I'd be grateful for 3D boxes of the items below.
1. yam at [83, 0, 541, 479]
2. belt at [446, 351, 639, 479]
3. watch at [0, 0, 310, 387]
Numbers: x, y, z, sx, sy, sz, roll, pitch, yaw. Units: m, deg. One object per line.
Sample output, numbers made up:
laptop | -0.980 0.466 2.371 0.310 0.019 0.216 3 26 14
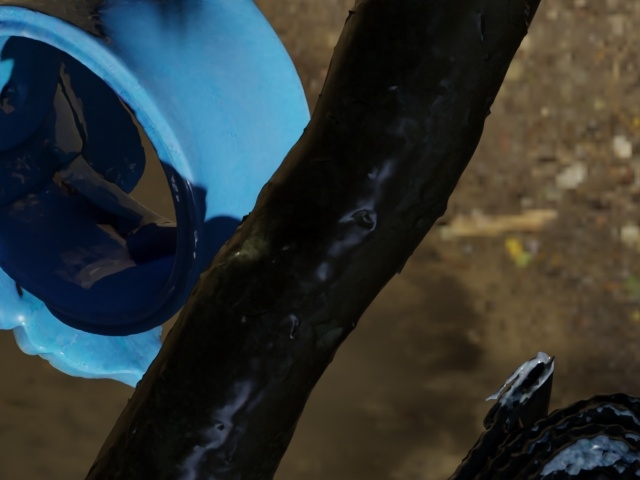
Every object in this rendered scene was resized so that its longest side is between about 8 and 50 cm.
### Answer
yam | 0.000 0.000 0.625 0.061 0.061 0.252 24 103 -26
belt | 0.077 0.171 0.774 0.122 0.218 0.128 27 144 24
watch | -0.139 -0.033 1.289 0.275 0.241 0.305 -11 113 42
